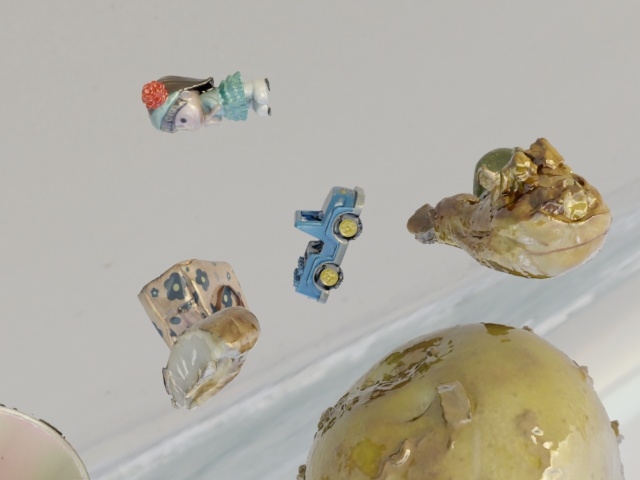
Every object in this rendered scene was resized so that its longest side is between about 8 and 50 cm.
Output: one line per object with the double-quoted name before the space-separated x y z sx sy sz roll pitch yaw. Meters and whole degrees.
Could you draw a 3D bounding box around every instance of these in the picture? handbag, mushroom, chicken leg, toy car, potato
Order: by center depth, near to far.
"chicken leg" 0.144 -0.024 0.856 0.085 0.101 0.207 -26 -164 -29
"mushroom" -0.125 0.132 1.225 0.094 0.072 0.210 -23 163 -28
"potato" 0.171 0.268 1.364 0.442 0.319 0.385 -16 157 38
"toy car" 0.000 0.000 1.602 0.097 0.100 0.191 -96 -153 -75
"handbag" -0.285 0.162 2.421 0.190 0.193 0.251 -34 168 14

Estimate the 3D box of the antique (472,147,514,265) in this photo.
"antique" 0.282 -0.051 1.606 0.221 0.080 0.081 70 29 -51

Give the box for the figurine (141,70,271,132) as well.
"figurine" -0.220 -0.275 2.007 0.245 0.110 0.138 -8 149 -7

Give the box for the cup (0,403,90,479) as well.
"cup" -0.512 0.416 1.530 0.274 0.253 0.253 -54 163 19
